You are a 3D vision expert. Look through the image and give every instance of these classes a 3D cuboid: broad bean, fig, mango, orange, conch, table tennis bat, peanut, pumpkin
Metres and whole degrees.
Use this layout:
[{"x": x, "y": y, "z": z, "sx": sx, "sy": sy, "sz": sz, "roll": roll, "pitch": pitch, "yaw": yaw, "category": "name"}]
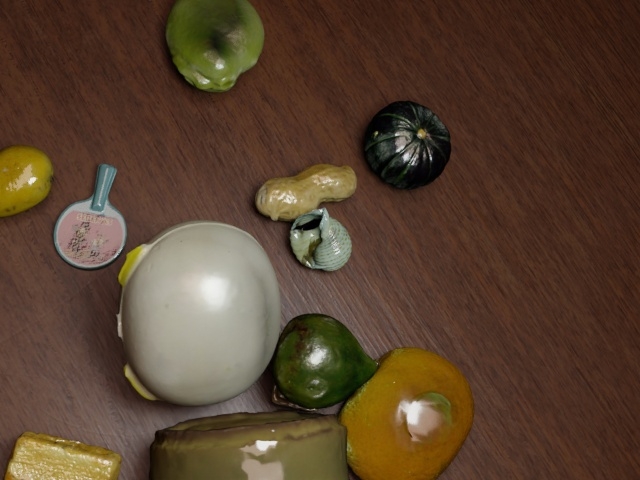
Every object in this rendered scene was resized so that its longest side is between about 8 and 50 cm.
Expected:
[{"x": -0.255, "y": -0.490, "z": 1.838, "sx": 0.238, "sy": 0.119, "sz": 0.290, "roll": -1, "pitch": 70, "yaw": -6, "category": "broad bean"}, {"x": 0.020, "y": 0.251, "z": 1.571, "sx": 0.245, "sy": 0.195, "sz": 0.195, "roll": 8, "pitch": 71, "yaw": -14, "category": "fig"}, {"x": -0.663, "y": -0.122, "z": 1.617, "sx": 0.195, "sy": 0.098, "sz": 0.137, "roll": -30, "pitch": 85, "yaw": -15, "category": "mango"}, {"x": 0.192, "y": 0.386, "z": 1.662, "sx": 0.263, "sy": 0.196, "sz": 0.334, "roll": 40, "pitch": 73, "yaw": 14, "category": "orange"}, {"x": 0.001, "y": 0.001, "z": 1.757, "sx": 0.135, "sy": 0.102, "sz": 0.153, "roll": -16, "pitch": 97, "yaw": 4, "category": "conch"}, {"x": -0.496, "y": -0.054, "z": 1.675, "sx": 0.153, "sy": 0.040, "sz": 0.244, "roll": 13, "pitch": 74, "yaw": -11, "category": "table tennis bat"}, {"x": -0.031, "y": -0.116, "z": 1.790, "sx": 0.263, "sy": 0.101, "sz": 0.117, "roll": -24, "pitch": 101, "yaw": -24, "category": "peanut"}, {"x": 0.214, "y": -0.234, "z": 1.863, "sx": 0.221, "sy": 0.162, "sz": 0.220, "roll": 5, "pitch": 75, "yaw": -18, "category": "pumpkin"}]

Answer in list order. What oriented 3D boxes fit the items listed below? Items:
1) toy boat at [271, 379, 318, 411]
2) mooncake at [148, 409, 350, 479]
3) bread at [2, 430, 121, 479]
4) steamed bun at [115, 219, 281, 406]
[{"x": -0.045, "y": 0.279, "z": 1.678, "sx": 0.116, "sy": 0.061, "sz": 0.188, "roll": 14, "pitch": 70, "yaw": -10, "category": "toy boat"}, {"x": -0.135, "y": 0.464, "z": 1.506, "sx": 0.394, "sy": 0.393, "sz": 0.246, "roll": 14, "pitch": 63, "yaw": -54, "category": "mooncake"}, {"x": -0.501, "y": 0.445, "z": 1.483, "sx": 0.211, "sy": 0.083, "sz": 0.113, "roll": 18, "pitch": 74, "yaw": -9, "category": "bread"}, {"x": -0.240, "y": 0.145, "z": 1.519, "sx": 0.334, "sy": 0.334, "sz": 0.373, "roll": -3, "pitch": 100, "yaw": -17, "category": "steamed bun"}]
